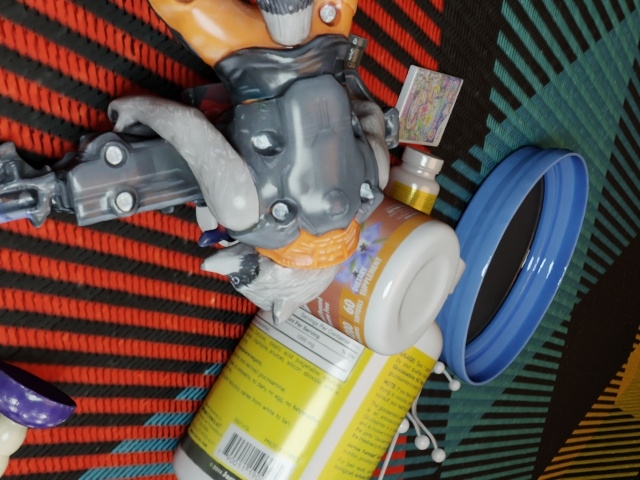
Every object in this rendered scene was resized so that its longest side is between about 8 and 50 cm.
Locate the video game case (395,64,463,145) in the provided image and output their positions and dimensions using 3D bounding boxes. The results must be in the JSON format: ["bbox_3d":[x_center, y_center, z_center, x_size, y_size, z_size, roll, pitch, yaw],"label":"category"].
[{"bbox_3d":[0.122,-0.154,1.050,0.122,0.011,0.087,-4,118,-57],"label":"video game case"}]

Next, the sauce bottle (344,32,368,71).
[{"bbox_3d":[0.013,-0.134,0.861,0.042,0.042,0.128,-7,121,-56],"label":"sauce bottle"}]

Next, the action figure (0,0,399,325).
[{"bbox_3d":[-0.068,-0.090,0.583,0.341,0.178,0.330,-23,117,-23],"label":"action figure"}]

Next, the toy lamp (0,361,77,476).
[{"bbox_3d":[-0.285,0.223,0.661,0.274,0.080,0.080,-60,151,-8],"label":"toy lamp"}]

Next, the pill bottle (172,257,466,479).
[{"bbox_3d":[0.007,0.134,0.931,0.334,0.188,0.188,-59,151,-4],"label":"pill bottle"}]

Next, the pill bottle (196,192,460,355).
[{"bbox_3d":[0.000,0.000,0.776,0.121,0.216,0.121,-38,142,-37],"label":"pill bottle"}]

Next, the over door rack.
[{"bbox_3d":[0.086,0.303,1.286,0.324,0.108,0.239,-56,150,-9],"label":"over door rack"}]

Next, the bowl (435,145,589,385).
[{"bbox_3d":[0.295,0.035,1.408,0.391,0.077,0.391,-38,142,-38],"label":"bowl"}]

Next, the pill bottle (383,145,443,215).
[{"bbox_3d":[0.100,-0.048,1.049,0.065,0.065,0.116,1,114,-58],"label":"pill bottle"}]
